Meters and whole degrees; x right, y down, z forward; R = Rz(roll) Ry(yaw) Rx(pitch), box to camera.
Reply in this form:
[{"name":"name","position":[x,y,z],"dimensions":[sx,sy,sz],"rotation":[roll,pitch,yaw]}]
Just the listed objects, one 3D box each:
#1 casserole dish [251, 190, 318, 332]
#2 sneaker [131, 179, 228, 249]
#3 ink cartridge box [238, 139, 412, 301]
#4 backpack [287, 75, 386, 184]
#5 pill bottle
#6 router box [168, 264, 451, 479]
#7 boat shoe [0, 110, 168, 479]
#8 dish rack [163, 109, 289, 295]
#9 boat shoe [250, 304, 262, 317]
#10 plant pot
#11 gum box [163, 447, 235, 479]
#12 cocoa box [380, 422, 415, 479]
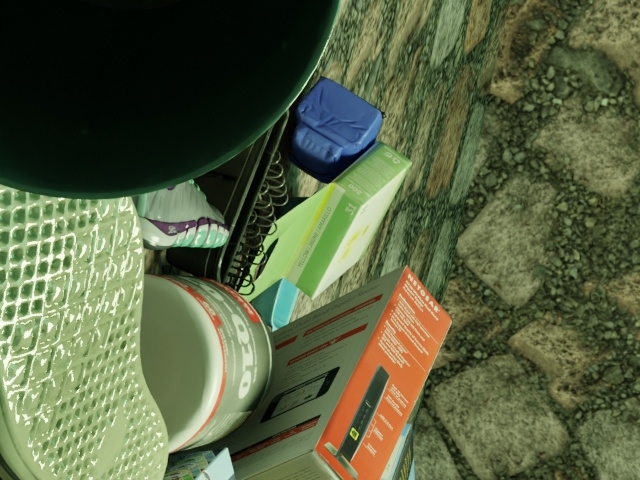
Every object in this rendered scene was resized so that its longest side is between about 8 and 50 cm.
[{"name":"casserole dish","position":[-0.043,0.026,2.446],"dimensions":[0.114,0.037,0.188],"rotation":[52,55,-76]},{"name":"sneaker","position":[-0.132,-0.045,1.834],"dimensions":[0.223,0.083,0.098],"rotation":[-11,111,-76]},{"name":"ink cartridge box","position":[0.000,0.000,2.317],"dimensions":[0.235,0.056,0.171],"rotation":[-41,164,-47]},{"name":"backpack","position":[0.008,-0.121,2.361],"dimensions":[0.101,0.098,0.120],"rotation":[-48,169,-18]},{"name":"pill bottle","position":[-0.135,0.111,1.815],"dimensions":[0.283,0.161,0.161],"rotation":[7,98,-78]},{"name":"router box","position":[-0.055,0.196,1.995],"dimensions":[0.335,0.082,0.301],"rotation":[-28,-160,35]},{"name":"boat shoe","position":[-0.216,0.079,1.405],"dimensions":[0.187,0.156,0.500],"rotation":[-58,163,-27]},{"name":"dish rack","position":[-0.091,-0.009,2.087],"dimensions":[0.271,0.074,0.208],"rotation":[82,27,-64]},{"name":"boat shoe","position":[-0.134,0.134,2.020],"dimensions":[0.190,0.068,0.072],"rotation":[-44,-172,-1]},{"name":"plant pot","position":[-0.129,-0.198,1.185],"dimensions":[0.235,0.293,0.293],"rotation":[-88,-171,-71]},{"name":"gum box","position":[-0.183,0.230,1.700],"dimensions":[0.157,0.184,0.041],"rotation":[-38,117,-70]},{"name":"cocoa box","position":[-0.016,0.361,2.529],"dimensions":[0.347,0.231,0.228],"rotation":[82,25,-62]}]
